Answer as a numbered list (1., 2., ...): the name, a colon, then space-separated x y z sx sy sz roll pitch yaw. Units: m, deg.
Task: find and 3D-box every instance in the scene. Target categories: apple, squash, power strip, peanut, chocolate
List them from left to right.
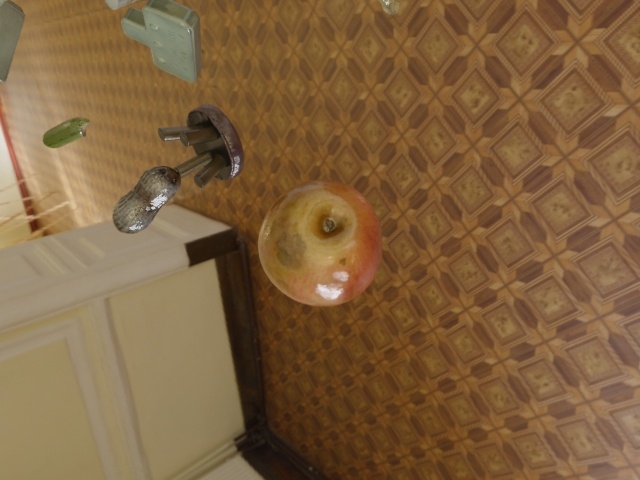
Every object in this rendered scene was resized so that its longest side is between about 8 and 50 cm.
1. power strip: -0.859 -0.529 1.303 0.065 0.198 0.213 10 84 18
2. squash: -0.810 -0.344 1.668 0.239 0.069 0.069 -9 100 36
3. chocolate: -0.486 -0.112 1.453 0.248 0.110 0.110 -46 65 16
4. power strip: -0.398 -0.511 1.313 0.194 0.059 0.265 23 165 -5
5. apple: 0.000 0.000 1.461 0.364 0.364 0.363 27 127 43
6. peanut: 0.144 -0.504 1.099 0.037 0.083 0.037 -5 77 22

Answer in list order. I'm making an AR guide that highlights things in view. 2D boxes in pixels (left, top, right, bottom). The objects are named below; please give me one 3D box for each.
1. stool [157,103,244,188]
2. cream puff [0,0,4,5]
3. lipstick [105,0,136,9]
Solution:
1. stool: -0.405 -0.309 1.775 0.272 0.179 0.272 32 139 33
2. cream puff: -0.491 -0.452 0.644 0.379 0.275 0.377 6 112 15
3. lipstick: -0.473 -0.705 1.435 0.059 0.264 0.059 28 143 24
